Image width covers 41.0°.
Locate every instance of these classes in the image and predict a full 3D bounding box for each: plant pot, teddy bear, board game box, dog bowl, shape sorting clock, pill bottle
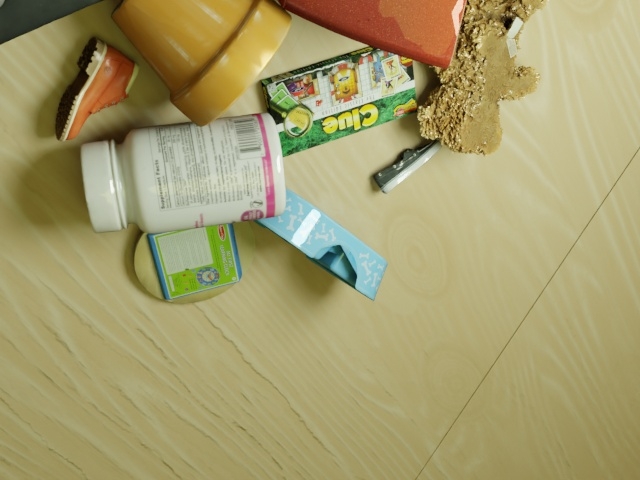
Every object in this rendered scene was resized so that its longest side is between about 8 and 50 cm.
[{"bbox_3d":[-0.176,-0.294,1.181,0.188,0.205,0.205,39,97,-21],"label":"plant pot"},{"bbox_3d":[0.269,-0.317,1.447,0.245,0.113,0.338,-12,115,-29],"label":"teddy bear"},{"bbox_3d":[0.036,-0.237,1.412,0.260,0.030,0.136,-21,127,-14],"label":"board game box"},{"bbox_3d":[0.000,0.000,1.456,0.297,0.166,0.074,36,86,-37],"label":"dog bowl"},{"bbox_3d":[-0.209,0.020,1.431,0.206,0.040,0.206,-10,128,-13],"label":"shape sorting clock"},{"bbox_3d":[-0.203,-0.096,1.276,0.283,0.160,0.160,-8,122,-9],"label":"pill bottle"},{"bbox_3d":[0.059,-0.414,1.188,0.236,0.267,0.267,3,117,-15],"label":"plant pot"}]

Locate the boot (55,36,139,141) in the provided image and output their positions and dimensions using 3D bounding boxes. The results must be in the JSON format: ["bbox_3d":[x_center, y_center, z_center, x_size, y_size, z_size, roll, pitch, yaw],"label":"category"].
[{"bbox_3d":[-0.323,-0.204,1.235,0.085,0.059,0.158,22,106,-39],"label":"boot"}]

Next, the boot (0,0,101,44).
[{"bbox_3d":[-0.451,-0.252,1.105,0.445,0.146,0.367,-35,136,-14],"label":"boot"}]

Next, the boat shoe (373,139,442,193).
[{"bbox_3d":[0.157,-0.140,1.519,0.142,0.049,0.040,-39,89,-7],"label":"boat shoe"}]
